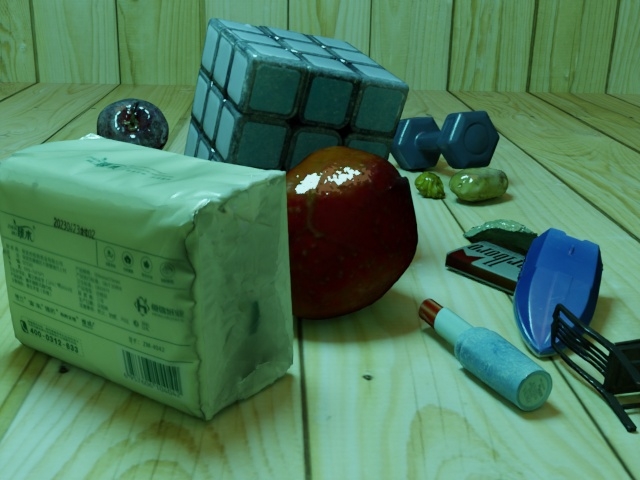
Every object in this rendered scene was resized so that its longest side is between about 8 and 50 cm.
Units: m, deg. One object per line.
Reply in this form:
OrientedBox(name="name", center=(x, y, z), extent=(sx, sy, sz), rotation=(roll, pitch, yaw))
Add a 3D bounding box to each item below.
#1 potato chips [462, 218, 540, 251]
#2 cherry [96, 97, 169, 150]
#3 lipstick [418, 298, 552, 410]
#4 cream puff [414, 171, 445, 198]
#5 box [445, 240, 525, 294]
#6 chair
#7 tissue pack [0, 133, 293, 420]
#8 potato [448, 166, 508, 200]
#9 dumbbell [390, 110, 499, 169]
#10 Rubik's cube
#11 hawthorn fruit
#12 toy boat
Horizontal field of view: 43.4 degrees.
OrientedBox(name="potato chips", center=(0.372, -0.005, 1.580), extent=(0.167, 0.059, 0.228), rotation=(13, 8, 2))
OrientedBox(name="cherry", center=(-0.509, -0.299, 2.190), extent=(0.195, 0.195, 0.195), rotation=(1, 19, 0))
OrientedBox(name="lipstick", center=(0.215, 0.147, 1.131), extent=(0.068, 0.061, 0.274), rotation=(-9, 22, -22))
OrientedBox(name="cream puff", center=(0.267, -0.137, 1.958), extent=(0.083, 0.058, 0.083), rotation=(13, 21, 26))
OrientedBox(name="box", center=(0.328, 0.050, 1.458), extent=(0.115, 0.036, 0.177), rotation=(-14, 25, -36))
OrientedBox(name="chair", center=(0.400, 0.155, 1.071), extent=(0.101, 0.084, 0.212), rotation=(-4, 25, -12))
OrientedBox(name="tissue pack", center=(-0.237, 0.032, 1.076), extent=(0.380, 0.297, 0.207), rotation=(16, 26, 31))
OrientedBox(name="potato", center=(0.381, -0.135, 1.928), extent=(0.107, 0.080, 0.170), rotation=(6, 8, 42))
OrientedBox(name="dumbbell", center=(0.313, -0.256, 2.091), extent=(0.159, 0.144, 0.325), rotation=(-10, 9, -24))
OrientedBox(name="Rubik's cube", center=(-0.062, -0.213, 1.483), extent=(0.305, 0.301, 0.304), rotation=(3, 26, -25))
OrientedBox(name="hawthorn fruit", center=(0.000, 0.000, 1.268), extent=(0.307, 0.265, 0.265), rotation=(-32, 35, -30))
OrientedBox(name="toy boat", center=(0.368, 0.092, 1.273), extent=(0.129, 0.088, 0.295), rotation=(22, 36, 12))
